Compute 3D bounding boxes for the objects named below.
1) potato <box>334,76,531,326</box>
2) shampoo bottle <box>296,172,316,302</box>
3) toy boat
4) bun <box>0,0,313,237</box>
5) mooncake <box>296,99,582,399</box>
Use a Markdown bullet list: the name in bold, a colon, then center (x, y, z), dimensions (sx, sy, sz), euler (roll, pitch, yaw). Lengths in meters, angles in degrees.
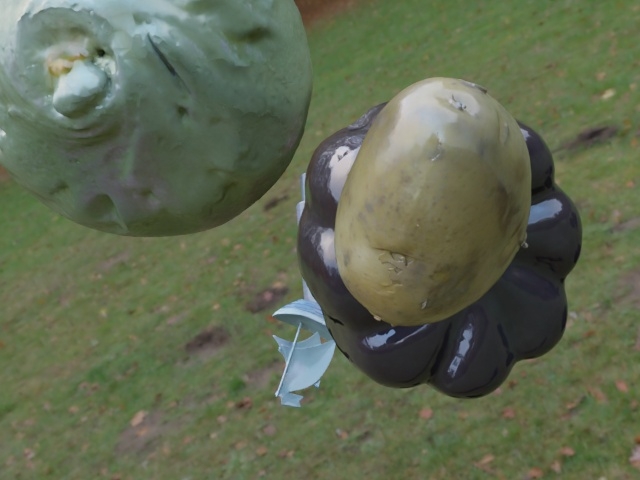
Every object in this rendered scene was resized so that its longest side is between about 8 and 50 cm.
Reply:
- **potato**: center (0.083, -0.024, 0.643), dimensions (0.128, 0.234, 0.161), euler (26, 52, 13)
- **shampoo bottle**: center (0.000, 0.000, 1.432), dimensions (0.072, 0.214, 0.072), euler (-5, -13, -1)
- **toy boat**: center (-0.010, 0.145, 1.239), dimensions (0.105, 0.149, 0.034), euler (1, -32, -12)
- **bun**: center (-0.150, -0.114, 0.685), dimensions (0.283, 0.283, 0.179), euler (-18, 24, 27)
- **mooncake**: center (0.122, 0.005, 0.951), dimensions (0.306, 0.306, 0.154), euler (-27, 15, -6)
